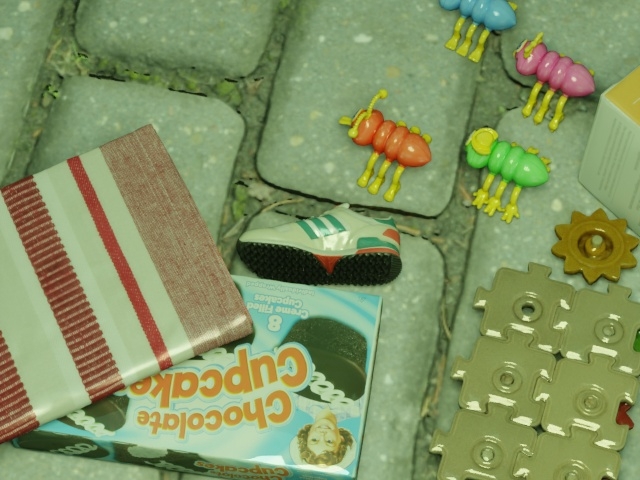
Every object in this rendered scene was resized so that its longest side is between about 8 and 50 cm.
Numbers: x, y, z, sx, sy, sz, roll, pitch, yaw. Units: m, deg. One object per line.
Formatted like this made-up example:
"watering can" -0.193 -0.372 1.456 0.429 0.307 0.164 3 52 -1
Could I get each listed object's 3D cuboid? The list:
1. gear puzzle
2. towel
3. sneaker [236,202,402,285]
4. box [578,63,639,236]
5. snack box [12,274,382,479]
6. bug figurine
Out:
"gear puzzle" 0.221 0.110 1.740 0.175 0.044 0.339 15 60 8
"towel" -0.255 0.052 1.697 0.329 0.037 0.237 -24 65 -8
"sneaker" 0.000 0.000 1.790 0.161 0.057 0.075 3 46 2
"box" 0.450 -0.048 1.751 0.215 0.168 0.345 -39 70 -19
"snack box" -0.113 0.122 1.713 0.322 0.060 0.187 8 62 3
"bug figurine" 0.158 -0.151 1.855 0.216 0.072 0.279 26 64 12
